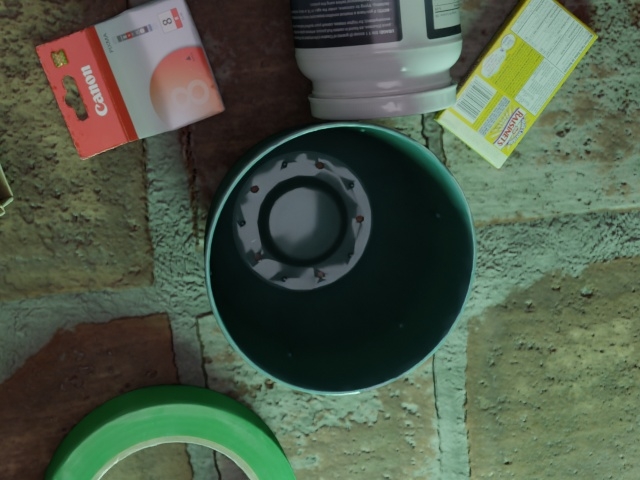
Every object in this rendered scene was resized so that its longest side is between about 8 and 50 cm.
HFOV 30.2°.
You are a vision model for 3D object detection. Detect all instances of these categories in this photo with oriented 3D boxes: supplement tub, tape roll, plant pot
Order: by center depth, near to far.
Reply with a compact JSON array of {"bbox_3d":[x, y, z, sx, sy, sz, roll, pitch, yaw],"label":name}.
[{"bbox_3d":[0.059,-0.281,1.322,0.191,0.191,0.272,-8,103,-10],"label":"supplement tub"},{"bbox_3d":[0.000,0.000,1.345,0.293,0.235,0.293,-2,102,-12],"label":"plant pot"},{"bbox_3d":[-0.184,0.341,1.460,0.321,0.077,0.321,-2,101,-12],"label":"tape roll"}]

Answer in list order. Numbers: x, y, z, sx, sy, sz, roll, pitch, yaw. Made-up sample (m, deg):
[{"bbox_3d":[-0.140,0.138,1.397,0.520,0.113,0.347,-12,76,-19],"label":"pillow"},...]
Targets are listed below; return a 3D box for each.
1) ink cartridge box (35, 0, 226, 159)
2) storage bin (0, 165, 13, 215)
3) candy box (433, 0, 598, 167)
[{"bbox_3d":[-0.217,-0.188,1.361,0.179,0.045,0.145,-22,105,-9],"label":"ink cartridge box"},{"bbox_3d":[-0.475,-0.104,1.219,0.123,0.260,0.262,-11,106,28],"label":"storage bin"},{"bbox_3d":[0.241,-0.202,1.462,0.105,0.027,0.206,36,93,-19],"label":"candy box"}]
